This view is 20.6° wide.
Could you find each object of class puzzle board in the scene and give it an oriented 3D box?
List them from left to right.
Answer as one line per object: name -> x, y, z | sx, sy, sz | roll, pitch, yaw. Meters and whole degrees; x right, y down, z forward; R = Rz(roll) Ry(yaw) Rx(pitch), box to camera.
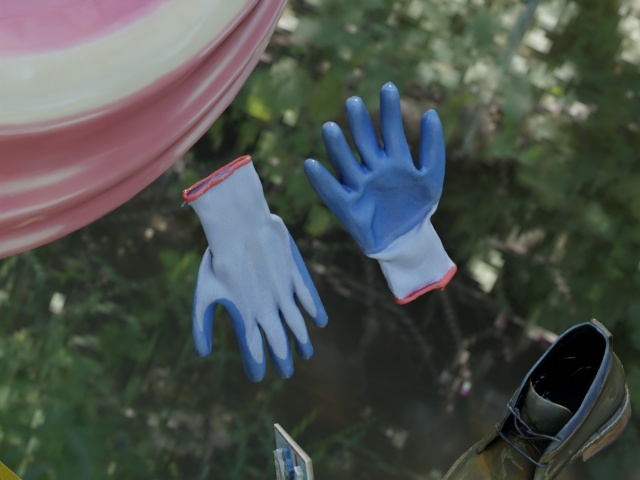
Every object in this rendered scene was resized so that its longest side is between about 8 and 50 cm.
puzzle board -> -0.019, 0.225, 1.446 | 0.011, 0.128, 0.096 | -10, 15, -16

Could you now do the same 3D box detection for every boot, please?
boot -> 0.134, 0.145, 1.245 | 0.082, 0.106, 0.219 | 35, 66, 31

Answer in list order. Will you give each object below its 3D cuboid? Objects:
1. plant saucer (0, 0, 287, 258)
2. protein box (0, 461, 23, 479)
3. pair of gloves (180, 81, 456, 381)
plant saucer -> -0.115, -0.154, 0.494 | 0.332, 0.332, 0.084 | 2, 0, -40
protein box -> -0.157, 0.172, 0.554 | 0.136, 0.201, 0.200 | -15, 23, -31
pair of gloves -> 0.000, 0.000, 1.080 | 0.198, 0.159, 0.023 | -30, 34, -15
